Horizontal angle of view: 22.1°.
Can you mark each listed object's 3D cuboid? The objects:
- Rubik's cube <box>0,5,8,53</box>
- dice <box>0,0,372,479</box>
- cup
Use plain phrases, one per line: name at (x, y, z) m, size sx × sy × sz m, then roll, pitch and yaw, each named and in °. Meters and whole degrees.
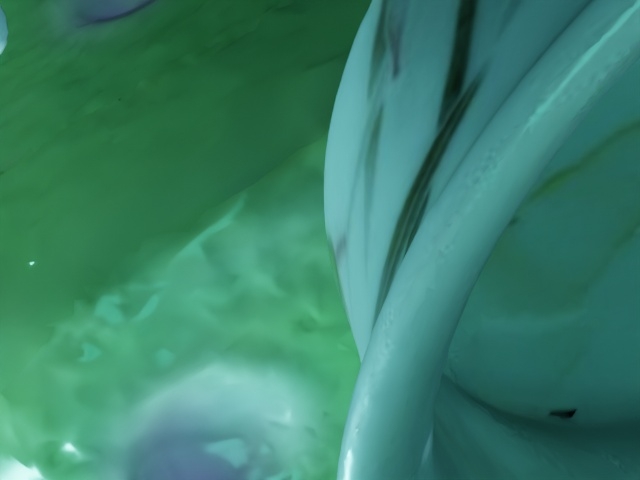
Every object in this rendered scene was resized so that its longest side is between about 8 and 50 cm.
Rubik's cube at (-0.340, -0.113, 0.522) m, size 0.316 × 0.319 × 0.322 m, roll -43°, pitch 127°, yaw 5°
dice at (0.000, 0.000, 0.734) m, size 0.318 × 0.322 × 0.330 m, roll -34°, pitch 126°, yaw 0°
cup at (0.139, -0.016, 0.470) m, size 0.347 × 0.163 × 0.347 m, roll -14°, pitch 131°, yaw -16°
